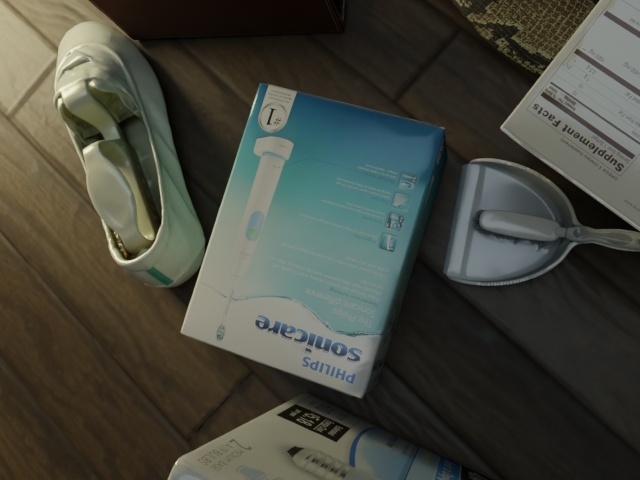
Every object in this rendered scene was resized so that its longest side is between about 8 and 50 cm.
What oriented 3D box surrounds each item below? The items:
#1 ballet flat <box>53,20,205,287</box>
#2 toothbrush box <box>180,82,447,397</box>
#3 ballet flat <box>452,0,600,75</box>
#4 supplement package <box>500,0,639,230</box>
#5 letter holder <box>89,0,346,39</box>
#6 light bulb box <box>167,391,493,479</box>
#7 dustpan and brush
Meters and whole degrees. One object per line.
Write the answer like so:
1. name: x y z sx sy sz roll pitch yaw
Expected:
1. ballet flat: -0.259 -0.130 0.814 0.139 0.139 0.400 -26 78 9
2. toothbrush box: 0.000 0.000 0.737 0.216 0.126 0.296 16 86 14
3. ballet flat: 0.170 -0.405 0.716 0.164 0.182 0.483 -28 78 8
4. supplement package: 0.306 -0.094 0.592 0.204 0.262 0.145 40 108 15
5. letter holder: -0.134 -0.357 0.767 0.301 0.214 0.152 2 84 14
6. light bulb box: 0.061 0.329 0.563 0.361 0.358 0.225 22 91 14
7. dustpan and brush: 0.250 -0.011 0.711 0.211 0.060 0.147 10 86 15
